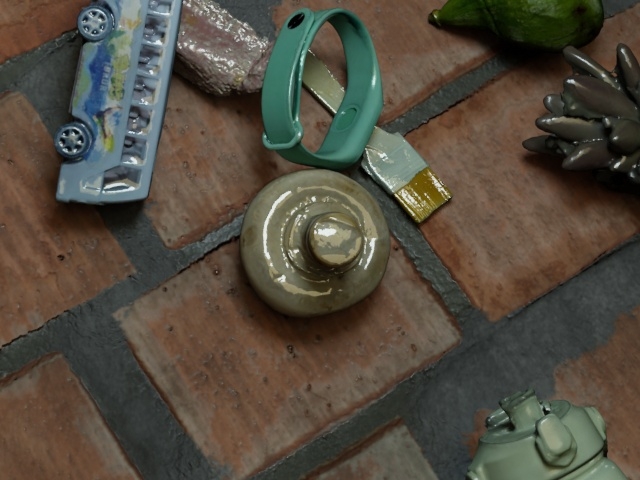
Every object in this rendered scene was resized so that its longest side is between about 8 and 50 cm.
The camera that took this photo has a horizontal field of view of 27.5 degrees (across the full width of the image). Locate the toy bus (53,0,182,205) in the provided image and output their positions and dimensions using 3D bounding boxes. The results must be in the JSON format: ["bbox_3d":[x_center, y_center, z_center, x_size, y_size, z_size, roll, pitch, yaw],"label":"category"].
[{"bbox_3d":[-0.268,-0.204,1.735,0.136,0.109,0.329,10,93,-8],"label":"toy bus"}]

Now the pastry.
[{"bbox_3d":[-0.171,-0.280,1.824,0.265,0.112,0.103,31,73,11],"label":"pastry"}]

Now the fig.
[{"bbox_3d":[0.277,-0.342,1.897,0.235,0.203,0.203,-25,79,9],"label":"fig"}]

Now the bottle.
[{"bbox_3d":[0.309,0.356,1.669,0.229,0.229,0.351,-26,87,-16],"label":"bottle"}]

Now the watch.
[{"bbox_3d":[0.004,-0.199,1.771,0.195,0.068,0.237,48,56,-40],"label":"watch"}]

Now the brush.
[{"bbox_3d":[0.054,-0.167,1.876,0.085,0.020,0.336,-39,84,-17],"label":"brush"}]

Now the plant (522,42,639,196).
[{"bbox_3d":[0.452,-0.144,1.860,0.321,0.181,0.194,21,78,-6],"label":"plant"}]

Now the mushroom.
[{"bbox_3d":[-0.014,-0.001,1.732,0.206,0.209,0.206,-4,74,16],"label":"mushroom"}]
